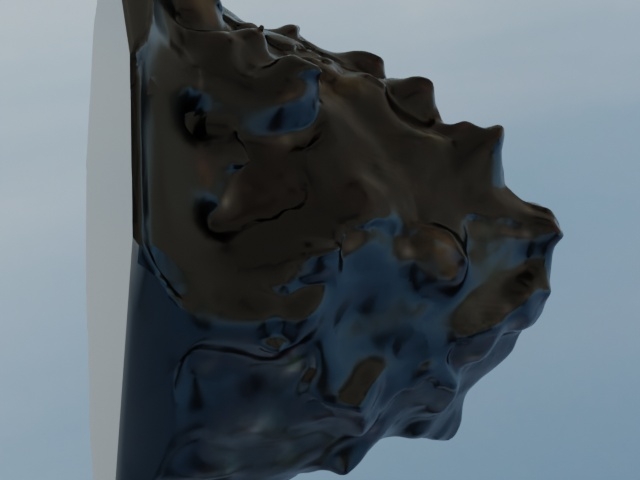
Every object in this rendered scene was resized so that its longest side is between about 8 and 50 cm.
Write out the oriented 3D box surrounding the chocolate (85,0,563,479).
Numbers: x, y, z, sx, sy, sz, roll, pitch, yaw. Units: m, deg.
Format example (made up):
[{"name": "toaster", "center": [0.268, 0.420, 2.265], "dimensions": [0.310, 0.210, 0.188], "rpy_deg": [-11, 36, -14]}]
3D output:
[{"name": "chocolate", "center": [0.000, 0.000, 0.667], "dimensions": [0.177, 0.224, 0.206], "rpy_deg": [2, -145, -12]}]
